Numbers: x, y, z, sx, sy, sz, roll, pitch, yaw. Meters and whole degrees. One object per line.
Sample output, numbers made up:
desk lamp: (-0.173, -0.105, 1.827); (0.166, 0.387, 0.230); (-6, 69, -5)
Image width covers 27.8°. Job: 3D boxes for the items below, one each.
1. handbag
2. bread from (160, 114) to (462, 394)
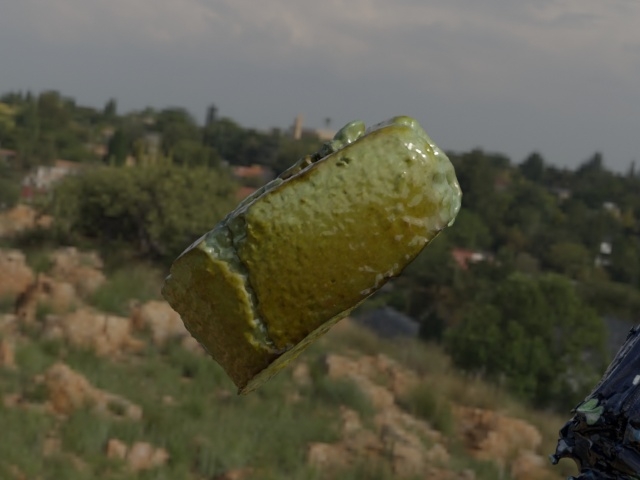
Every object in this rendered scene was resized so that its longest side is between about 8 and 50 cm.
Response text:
handbag: (0.296, 0.116, 0.985); (0.162, 0.260, 0.113); (15, -32, 50)
bread: (0.000, 0.000, 1.032); (0.124, 0.257, 0.186); (49, 21, 1)
